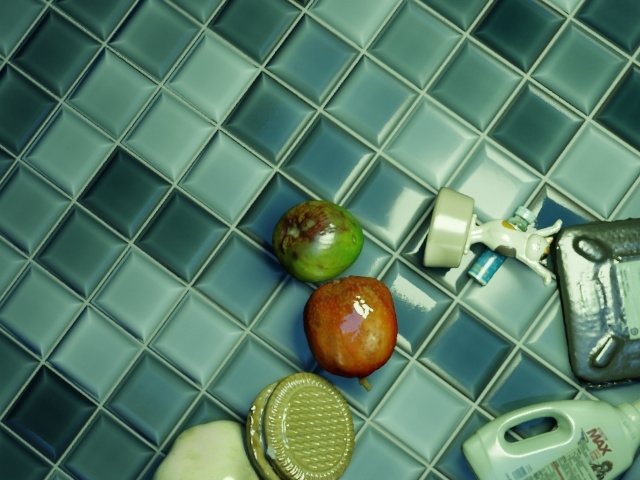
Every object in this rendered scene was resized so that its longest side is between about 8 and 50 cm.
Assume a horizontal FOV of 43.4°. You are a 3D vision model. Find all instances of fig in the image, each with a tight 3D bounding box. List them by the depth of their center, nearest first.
[{"bbox_3d":[0.000,0.000,1.733,0.191,0.181,0.181,0,85,-26],"label":"fig"}]

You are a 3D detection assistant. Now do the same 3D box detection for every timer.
[{"bbox_3d":[0.363,-0.004,1.693,0.266,0.175,0.175,12,86,10],"label":"timer"}]

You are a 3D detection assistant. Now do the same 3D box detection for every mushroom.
[{"bbox_3d":[-0.223,0.517,1.685,0.260,0.254,0.234,-24,127,-14],"label":"mushroom"}]

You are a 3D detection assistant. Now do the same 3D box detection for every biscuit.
[{"bbox_3d":[-0.039,0.401,1.685,0.079,0.259,0.259,-26,83,44],"label":"biscuit"}]

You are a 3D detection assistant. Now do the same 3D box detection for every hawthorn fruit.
[{"bbox_3d":[0.071,0.201,1.700,0.205,0.205,0.253,-16,90,2],"label":"hawthorn fruit"}]

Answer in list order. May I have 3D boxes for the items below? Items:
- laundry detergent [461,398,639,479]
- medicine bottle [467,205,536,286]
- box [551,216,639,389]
[{"bbox_3d":[0.523,0.439,1.691,0.398,0.125,0.264,-30,84,-1],"label":"laundry detergent"},{"bbox_3d":[0.397,0.012,1.764,0.051,0.051,0.191,37,89,5],"label":"medicine bottle"},{"bbox_3d":[0.689,0.126,1.721,0.350,0.091,0.359,-8,83,2],"label":"box"}]
